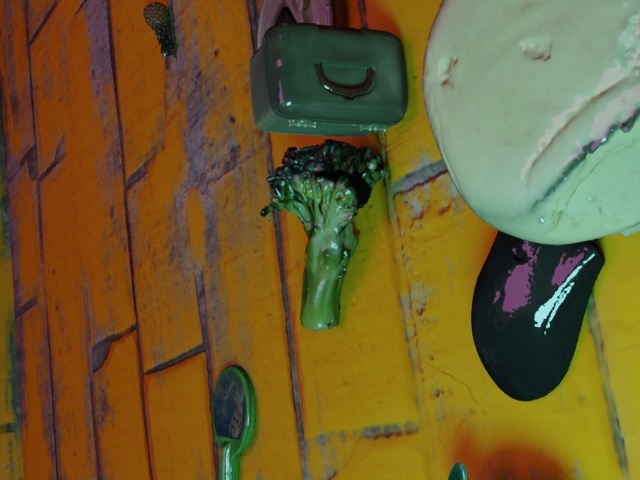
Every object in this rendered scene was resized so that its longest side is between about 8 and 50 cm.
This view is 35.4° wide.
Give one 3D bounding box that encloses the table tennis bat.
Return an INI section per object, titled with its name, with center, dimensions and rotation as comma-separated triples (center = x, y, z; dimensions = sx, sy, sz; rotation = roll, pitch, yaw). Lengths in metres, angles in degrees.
[table tennis bat]
center = -0.165, 0.357, 1.832
dimensions = 0.160, 0.039, 0.257
rotation = -3, 84, 60

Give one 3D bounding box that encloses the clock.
[clock]
center = -0.041, -0.337, 1.628
dimensions = 0.244, 0.056, 0.244
rotation = -3, 86, 57

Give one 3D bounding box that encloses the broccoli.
[broccoli]
center = 0.007, -0.001, 1.497
dimensions = 0.165, 0.145, 0.304
rotation = 12, 114, 19

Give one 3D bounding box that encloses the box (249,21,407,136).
[box]
center = 0.009, -0.219, 1.406
dimensions = 0.129, 0.210, 0.148
rotation = 155, 113, -63

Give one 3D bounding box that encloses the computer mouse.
[computer mouse]
center = 0.235, 0.068, 1.159
dimensions = 0.147, 0.088, 0.264
rotation = 36, 117, 50

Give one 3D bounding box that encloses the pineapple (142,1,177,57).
[pineapple]
center = -0.337, -0.438, 2.103
dimensions = 0.058, 0.058, 0.124
rotation = -42, 56, 50

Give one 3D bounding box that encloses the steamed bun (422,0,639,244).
[steamed bun]
center = 0.268, -0.171, 0.970
dimensions = 0.334, 0.233, 0.312
rotation = -38, 55, 41

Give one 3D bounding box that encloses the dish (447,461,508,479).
[dish]
center = 0.236, 0.361, 1.149
dimensions = 0.246, 0.078, 0.224
rotation = 50, 130, 45
